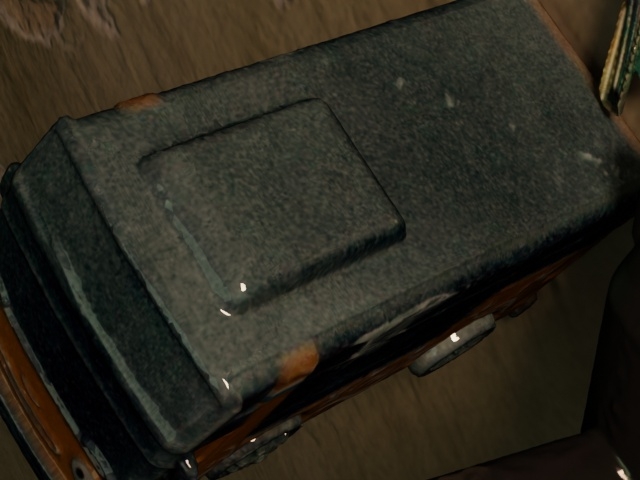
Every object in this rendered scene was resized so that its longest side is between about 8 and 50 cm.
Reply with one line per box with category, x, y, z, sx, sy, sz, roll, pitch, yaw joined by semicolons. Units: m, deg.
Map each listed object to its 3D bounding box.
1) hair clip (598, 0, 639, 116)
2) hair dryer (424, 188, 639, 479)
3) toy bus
hair clip;0.163;-0.133;0.621;0.049;0.049;0.173;37;141;35
hair dryer;0.102;0.087;0.609;0.116;0.302;0.244;-132;35;-51
toy bus;0.000;0.000;0.672;0.162;0.323;0.194;58;142;12
